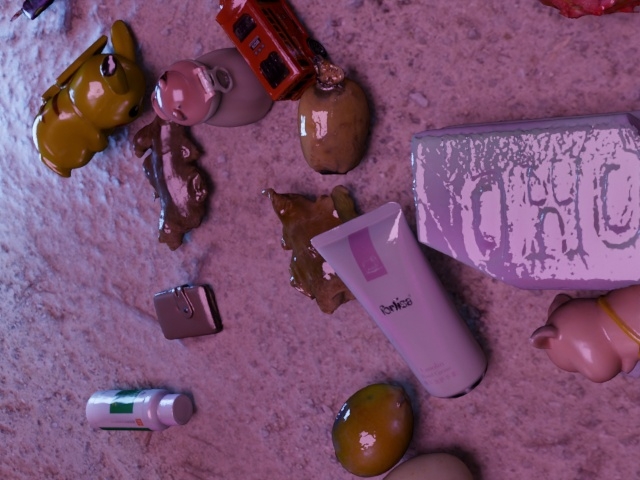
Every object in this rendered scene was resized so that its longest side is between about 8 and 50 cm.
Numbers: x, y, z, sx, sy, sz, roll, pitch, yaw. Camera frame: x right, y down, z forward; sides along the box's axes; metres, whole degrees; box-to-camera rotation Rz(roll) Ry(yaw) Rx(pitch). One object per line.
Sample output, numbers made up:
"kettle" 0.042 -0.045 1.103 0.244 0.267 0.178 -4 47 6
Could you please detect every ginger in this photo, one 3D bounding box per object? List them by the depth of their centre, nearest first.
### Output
"ginger" 0.000 0.000 1.649 0.270 0.123 0.218 41 114 27
"ginger" -0.304 -0.140 1.822 0.166 0.080 0.333 -4 103 20

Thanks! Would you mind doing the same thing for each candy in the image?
"candy" -0.606 -0.514 1.935 0.175 0.045 0.043 -25 101 34

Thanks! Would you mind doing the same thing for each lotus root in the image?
"lotus root" 0.023 -0.216 1.574 0.118 0.125 0.220 20 120 39

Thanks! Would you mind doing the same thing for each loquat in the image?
"loquat" 0.100 0.345 1.653 0.152 0.152 0.195 45 107 15

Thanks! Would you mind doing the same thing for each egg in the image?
"egg" 0.183 0.493 1.617 0.189 0.188 0.253 36 107 19

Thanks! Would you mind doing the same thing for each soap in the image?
"soap" 0.374 -0.060 1.373 0.446 0.156 0.261 0 98 31

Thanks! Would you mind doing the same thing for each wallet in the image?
"wallet" -0.286 0.152 1.911 0.153 0.039 0.118 -13 97 35

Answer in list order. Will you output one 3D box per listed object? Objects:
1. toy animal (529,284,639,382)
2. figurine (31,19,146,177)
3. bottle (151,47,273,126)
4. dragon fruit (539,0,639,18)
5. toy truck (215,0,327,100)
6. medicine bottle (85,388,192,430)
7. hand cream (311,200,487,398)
"toy animal" 0.462 0.133 1.375 0.248 0.165 0.149 -19 87 27
"figurine" -0.465 -0.289 1.840 0.327 0.218 0.169 -34 124 26
"bottle" -0.203 -0.272 1.632 0.148 0.236 0.147 9 107 30
"dragon fruit" 0.391 -0.408 1.257 0.268 0.205 0.210 25 153 0
"toy truck" -0.101 -0.376 1.615 0.107 0.114 0.252 -40 81 34
"medicine bottle" -0.405 0.380 2.008 0.260 0.095 0.095 -5 99 33
"hand cream" 0.149 0.108 1.520 0.185 0.118 0.358 -25 109 36
